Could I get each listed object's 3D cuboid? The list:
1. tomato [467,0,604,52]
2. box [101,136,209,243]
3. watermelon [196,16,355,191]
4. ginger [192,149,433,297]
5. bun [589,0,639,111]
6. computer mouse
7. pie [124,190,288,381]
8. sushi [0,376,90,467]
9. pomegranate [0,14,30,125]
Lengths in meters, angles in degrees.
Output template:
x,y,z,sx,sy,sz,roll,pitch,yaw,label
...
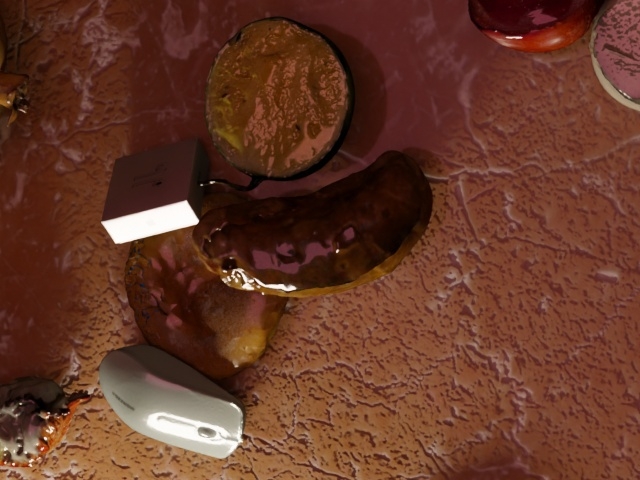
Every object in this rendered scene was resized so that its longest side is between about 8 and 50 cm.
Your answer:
x,y,z,sx,sy,sz,roll,pitch,yaw,label
0.283,-0.307,1.776,0.173,0.099,0.189,3,57,30,tomato
-0.226,-0.069,1.923,0.129,0.130,0.051,-14,133,17,box
-0.047,-0.177,1.859,0.204,0.127,0.232,6,93,19,watermelon
0.000,0.000,1.831,0.321,0.165,0.172,-19,116,-6,ginger
0.421,-0.243,1.726,0.173,0.120,0.172,1,93,13,bun
-0.213,0.232,1.959,0.231,0.079,0.128,27,131,10,computer mouse
-0.161,0.065,1.950,0.273,0.069,0.273,1,93,19,pie
-0.494,0.261,2.032,0.332,0.124,0.130,1,104,18,sushi
-0.558,-0.234,1.921,0.319,0.319,0.319,2,96,16,pomegranate
